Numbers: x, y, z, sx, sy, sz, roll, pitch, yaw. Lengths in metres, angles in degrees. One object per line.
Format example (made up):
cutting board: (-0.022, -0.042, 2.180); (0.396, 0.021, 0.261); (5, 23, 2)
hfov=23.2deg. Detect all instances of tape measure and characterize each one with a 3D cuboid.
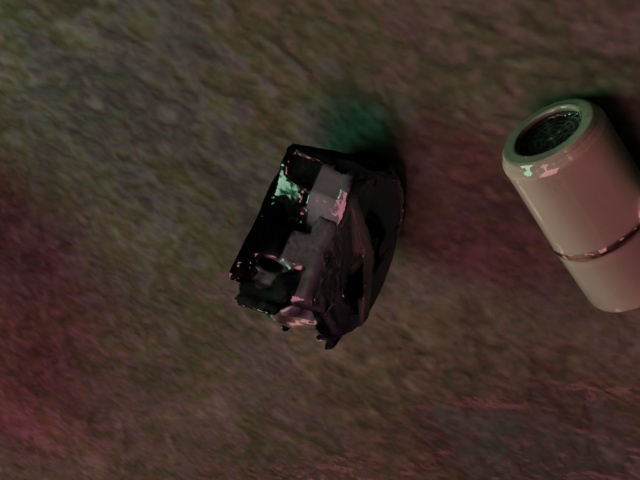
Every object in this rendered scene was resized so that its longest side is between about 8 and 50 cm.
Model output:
tape measure: (0.001, 0.000, 0.704); (0.054, 0.091, 0.094); (19, 175, 22)

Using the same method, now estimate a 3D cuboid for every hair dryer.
hair dryer: (0.146, -0.022, 0.609); (0.137, 0.047, 0.082); (-11, 126, 38)
